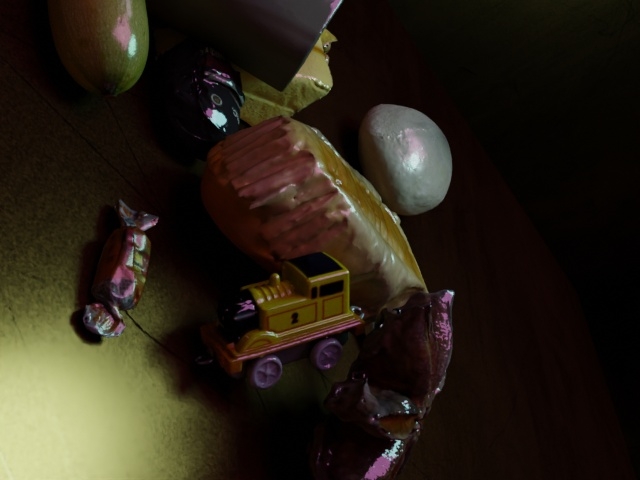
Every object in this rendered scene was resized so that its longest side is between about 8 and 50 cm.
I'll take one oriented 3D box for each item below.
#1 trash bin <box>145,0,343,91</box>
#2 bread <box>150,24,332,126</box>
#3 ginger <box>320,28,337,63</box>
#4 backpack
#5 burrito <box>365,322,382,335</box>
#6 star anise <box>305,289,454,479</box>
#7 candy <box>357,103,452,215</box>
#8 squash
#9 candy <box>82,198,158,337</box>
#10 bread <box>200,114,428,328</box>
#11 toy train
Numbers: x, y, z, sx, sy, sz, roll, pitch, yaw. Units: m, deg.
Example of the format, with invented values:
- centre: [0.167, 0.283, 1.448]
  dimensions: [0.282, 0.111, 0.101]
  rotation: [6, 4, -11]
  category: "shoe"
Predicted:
- centre: [-0.104, -0.358, 0.988]
  dimensions: [0.250, 0.219, 0.219]
  rotation: [33, -11, -10]
  category: "trash bin"
- centre: [-0.121, -0.313, 1.122]
  dimensions: [0.264, 0.163, 0.167]
  rotation: [27, 41, -51]
  category: "bread"
- centre: [-0.039, -0.423, 1.407]
  dimensions: [0.102, 0.157, 0.216]
  rotation: [4, 84, -32]
  category: "ginger"
- centre: [-0.161, -0.195, 0.979]
  dimensions: [0.120, 0.106, 0.165]
  rotation: [33, 33, -54]
  category: "backpack"
- centre: [0.087, 0.102, 1.198]
  dimensions: [0.096, 0.066, 0.309]
  rotation: [4, 59, -57]
  category: "burrito"
- centre: [0.076, 0.200, 0.871]
  dimensions: [0.118, 0.331, 0.332]
  rotation: [29, 16, 19]
  category: "star anise"
- centre: [0.197, -0.192, 1.604]
  dimensions: [0.295, 0.185, 0.295]
  rotation: [49, 28, -38]
  category: "candy"
- centre: [-0.264, -0.251, 0.836]
  dimensions: [0.123, 0.123, 0.186]
  rotation: [26, 45, -53]
  category: "squash"
- centre: [-0.202, 0.022, 0.728]
  dimensions: [0.053, 0.047, 0.182]
  rotation: [40, 33, -36]
  category: "candy"
- centre: [-0.002, -0.008, 0.980]
  dimensions: [0.388, 0.183, 0.236]
  rotation: [48, 18, -39]
  category: "bread"
- centre: [-0.043, 0.089, 0.812]
  dimensions: [0.089, 0.220, 0.127]
  rotation: [37, -47, 52]
  category: "toy train"
